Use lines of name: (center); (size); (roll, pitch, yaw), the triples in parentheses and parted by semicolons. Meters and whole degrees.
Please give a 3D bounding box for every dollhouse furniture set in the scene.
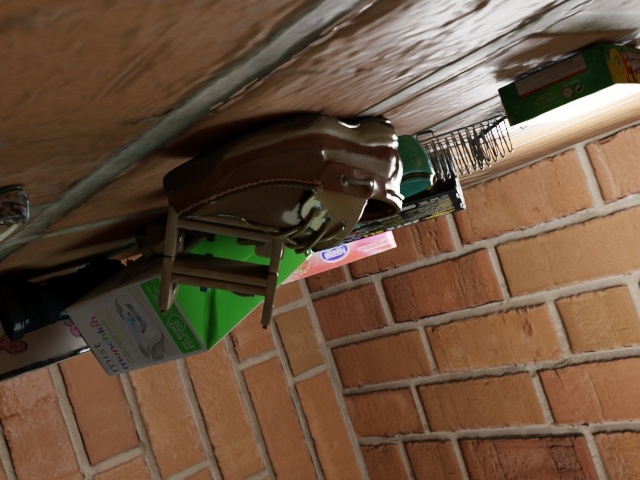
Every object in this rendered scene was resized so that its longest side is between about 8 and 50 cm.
dollhouse furniture set: (-0.108, 0.008, 0.910); (0.129, 0.129, 0.184); (9, -166, -2)

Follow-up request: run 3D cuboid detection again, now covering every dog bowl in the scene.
dog bowl: (-0.606, 0.190, 1.412); (0.407, 0.150, 0.408); (-19, 177, -1)

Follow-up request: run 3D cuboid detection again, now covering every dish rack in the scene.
dish rack: (0.206, -0.130, 1.130); (0.271, 0.074, 0.208); (-18, 179, -5)

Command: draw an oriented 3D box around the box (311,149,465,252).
box: (0.097, -0.062, 1.383); (0.321, 0.079, 0.257); (-16, 173, 12)

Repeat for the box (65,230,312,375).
box: (-0.182, 0.061, 1.078); (0.231, 0.127, 0.262); (-19, -164, 41)

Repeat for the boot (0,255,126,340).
boot: (-0.392, 0.081, 1.170); (0.207, 0.094, 0.246); (-17, 179, -24)

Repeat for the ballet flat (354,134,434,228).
ballet flat: (0.049, -0.071, 1.024); (0.083, 0.087, 0.247); (10, 151, -43)

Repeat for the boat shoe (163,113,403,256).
boat shoe: (-0.005, -0.050, 0.739); (0.122, 0.120, 0.324); (-20, 177, 38)

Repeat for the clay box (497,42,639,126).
clay box: (0.319, -0.187, 0.910); (0.127, 0.053, 0.222); (-20, 179, 37)

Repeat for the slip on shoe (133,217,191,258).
slip on shoe: (-0.215, -0.010, 1.013); (0.051, 0.041, 0.135); (-37, -170, -29)

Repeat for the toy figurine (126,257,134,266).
toy figurine: (-0.361, 0.071, 1.390); (0.159, 0.130, 0.173); (-3, -152, 12)

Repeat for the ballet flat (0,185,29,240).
ballet flat: (-0.280, -0.007, 0.590); (0.114, 0.041, 0.041); (-18, 178, 6)

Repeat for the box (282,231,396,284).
box: (0.000, 0.000, 1.756); (0.299, 0.142, 0.154); (-18, 179, -21)
